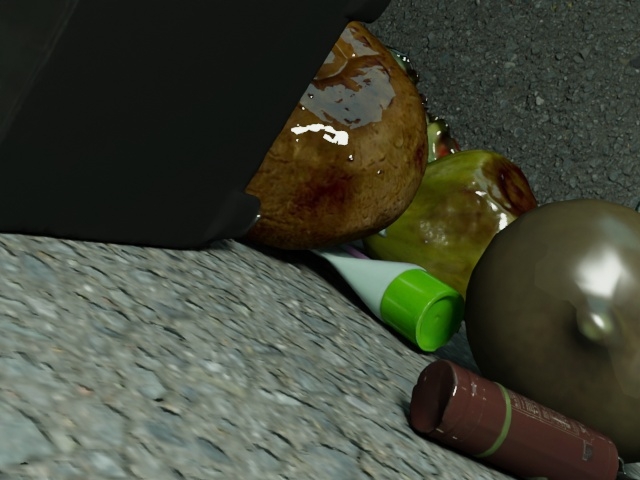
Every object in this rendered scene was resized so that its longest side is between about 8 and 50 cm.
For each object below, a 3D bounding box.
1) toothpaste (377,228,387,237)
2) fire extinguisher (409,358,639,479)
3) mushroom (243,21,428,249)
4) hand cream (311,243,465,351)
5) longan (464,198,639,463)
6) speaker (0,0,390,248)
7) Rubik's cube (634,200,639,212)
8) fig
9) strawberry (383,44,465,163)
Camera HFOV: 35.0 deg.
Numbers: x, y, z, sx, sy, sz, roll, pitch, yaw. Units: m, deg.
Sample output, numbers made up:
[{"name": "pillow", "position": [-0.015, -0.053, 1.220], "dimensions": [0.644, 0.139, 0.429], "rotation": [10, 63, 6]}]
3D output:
[{"name": "toothpaste", "position": [-0.062, -0.074, 0.860], "dimensions": [0.268, 0.047, 0.069], "rotation": [26, -6, -3]}, {"name": "fire extinguisher", "position": [0.121, 0.116, 0.592], "dimensions": [0.157, 0.045, 0.078], "rotation": [26, -10, -23]}, {"name": "mushroom", "position": [-0.026, -0.100, 0.756], "dimensions": [0.231, 0.138, 0.194], "rotation": [35, 38, 16]}, {"name": "hand cream", "position": [0.000, -0.001, 0.804], "dimensions": [0.275, 0.050, 0.079], "rotation": [34, -16, 42]}, {"name": "longan", "position": [0.189, 0.061, 0.700], "dimensions": [0.189, 0.189, 0.189], "rotation": [30, 11, -6]}, {"name": "speaker", "position": [-0.116, -0.139, 0.575], "dimensions": [0.184, 0.232, 0.254], "rotation": [37, 13, 23]}, {"name": "Rubik's cube", "position": [0.523, 0.050, 0.914], "dimensions": [0.347, 0.351, 0.352], "rotation": [63, 14, 25]}, {"name": "fig", "position": [0.119, -0.004, 0.936], "dimensions": [0.165, 0.154, 0.144], "rotation": [1, 27, 4]}, {"name": "strawberry", "position": [0.089, -0.072, 1.211], "dimensions": [0.233, 0.138, 0.306], "rotation": [56, -7, 20]}]
